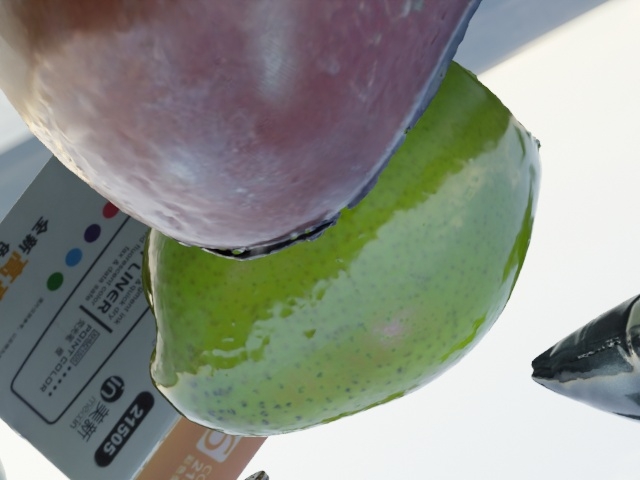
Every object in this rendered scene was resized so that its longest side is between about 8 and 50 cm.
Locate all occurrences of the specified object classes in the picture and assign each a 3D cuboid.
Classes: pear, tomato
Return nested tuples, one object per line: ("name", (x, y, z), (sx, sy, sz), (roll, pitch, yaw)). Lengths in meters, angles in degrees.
("pear", (0.000, 0.000, 0.978), (0.220, 0.187, 0.187), (-45, -172, -7))
("tomato", (-0.046, -0.115, 0.716), (0.181, 0.214, 0.155), (18, 174, 38))

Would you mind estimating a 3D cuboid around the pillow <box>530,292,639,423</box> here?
("pillow", (0.291, 0.072, 1.395), (0.186, 0.106, 0.250), (12, 154, -25))

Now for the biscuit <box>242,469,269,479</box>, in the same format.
("biscuit", (-0.098, 0.274, 1.957), (0.119, 0.019, 0.130), (-34, -172, -2))

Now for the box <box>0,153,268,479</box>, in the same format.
("box", (-0.089, 0.017, 1.197), (0.221, 0.091, 0.274), (32, -96, 38))

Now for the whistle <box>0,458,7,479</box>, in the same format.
("whistle", (-0.330, 0.150, 1.454), (0.141, 0.141, 0.294), (-31, -133, -22))
